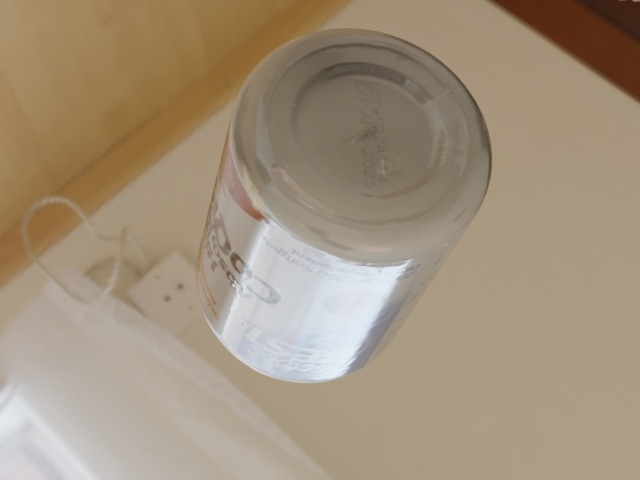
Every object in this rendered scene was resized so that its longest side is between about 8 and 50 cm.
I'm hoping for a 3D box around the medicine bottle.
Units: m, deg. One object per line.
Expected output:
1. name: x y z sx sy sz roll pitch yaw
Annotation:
1. medicine bottle: 0.000 0.000 0.814 0.157 0.157 0.289 -37 166 -26
